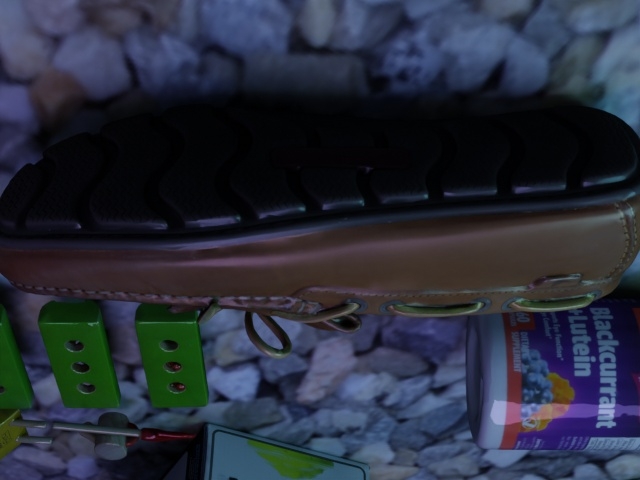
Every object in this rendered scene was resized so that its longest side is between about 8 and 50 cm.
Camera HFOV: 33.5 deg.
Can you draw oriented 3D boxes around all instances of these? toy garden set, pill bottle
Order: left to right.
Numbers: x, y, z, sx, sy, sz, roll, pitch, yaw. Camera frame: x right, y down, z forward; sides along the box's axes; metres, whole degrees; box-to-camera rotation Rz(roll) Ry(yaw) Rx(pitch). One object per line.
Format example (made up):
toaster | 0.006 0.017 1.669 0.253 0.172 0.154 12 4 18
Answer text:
toy garden set | -0.208 0.107 0.824 0.244 0.049 0.204 0 138 0
pill bottle | 0.205 0.094 0.754 0.193 0.108 0.108 0 140 0

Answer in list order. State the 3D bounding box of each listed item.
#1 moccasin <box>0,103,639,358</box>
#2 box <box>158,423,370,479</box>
moccasin | 0.000 -0.002 0.636 0.380 0.139 0.147 -5 131 -7
box | -0.090 0.293 1.009 0.169 0.087 0.290 18 137 -19
